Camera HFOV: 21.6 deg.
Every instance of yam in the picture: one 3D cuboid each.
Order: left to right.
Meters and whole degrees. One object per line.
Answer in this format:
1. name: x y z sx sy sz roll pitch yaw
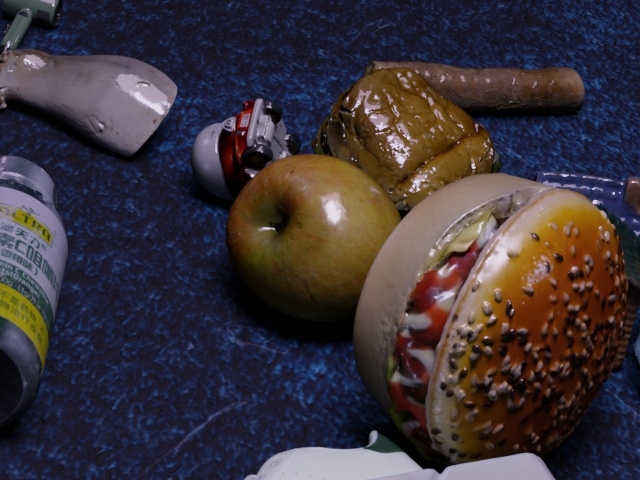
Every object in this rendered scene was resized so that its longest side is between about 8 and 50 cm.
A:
1. yam: 0.196 -0.191 2.128 0.299 0.066 0.066 0 38 -18

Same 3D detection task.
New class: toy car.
1. toy car: -0.090 -0.093 1.865 0.112 0.139 0.112 1 55 17

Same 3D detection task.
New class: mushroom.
1. mushroom: -0.275 -0.177 1.947 0.225 0.093 0.116 24 58 8

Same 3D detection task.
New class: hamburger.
1. hamburger: 0.098 -0.116 1.944 0.206 0.130 0.183 35 44 25
2. hamburger: 0.171 0.083 1.572 0.300 0.300 0.176 -22 37 -38

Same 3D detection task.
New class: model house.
1. model house: 0.278 0.014 1.782 0.166 0.172 0.183 10 37 -5

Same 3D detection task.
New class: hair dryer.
1. hair dryer: -0.374 -0.265 2.081 0.071 0.047 0.150 15 42 2

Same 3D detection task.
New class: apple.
1. apple: 0.000 0.000 1.730 0.155 0.182 0.182 17 22 -49

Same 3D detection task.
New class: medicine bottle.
1. medicine bottle: -0.318 0.038 1.603 0.141 0.141 0.293 8 36 -6

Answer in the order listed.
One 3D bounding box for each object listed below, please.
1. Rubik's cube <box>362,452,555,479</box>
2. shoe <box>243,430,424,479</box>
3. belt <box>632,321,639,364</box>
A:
1. Rubik's cube: 0.046 0.373 1.112 0.321 0.316 0.319 -6 40 -24
2. shoe: -0.045 0.248 1.414 0.363 0.132 0.160 -11 42 -34
3. belt: 0.381 0.105 1.772 0.100 0.065 0.179 38 27 -4
